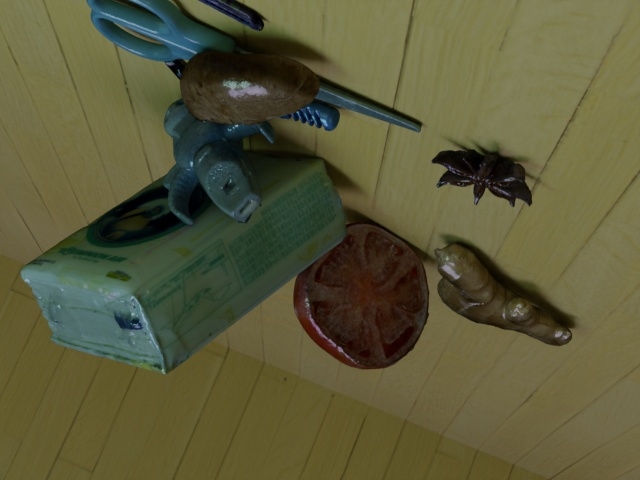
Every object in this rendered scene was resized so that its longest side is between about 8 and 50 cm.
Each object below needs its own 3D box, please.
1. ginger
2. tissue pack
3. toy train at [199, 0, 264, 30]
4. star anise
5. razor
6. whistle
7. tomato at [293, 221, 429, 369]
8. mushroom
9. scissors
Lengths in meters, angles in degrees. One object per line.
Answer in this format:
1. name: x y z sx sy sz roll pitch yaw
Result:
1. ginger: 0.282 0.099 2.251 0.333 0.081 0.148 30 148 -26
2. tissue pack: -0.193 0.018 2.060 0.287 0.388 0.162 9 126 45
3. toy train: -0.102 -0.271 1.663 0.083 0.017 0.017 26 157 -11
4. star anise: 0.210 -0.082 1.800 0.141 0.042 0.141 20 161 7
5. razor: -0.089 -0.185 1.880 0.253 0.042 0.082 16 164 24
6. whistle: -0.148 -0.116 1.974 0.093 0.180 0.269 39 -171 -39
7. tomato: 0.055 0.090 2.250 0.236 0.237 0.095 30 159 -25
8. mushroom: -0.106 -0.190 1.735 0.209 0.072 0.094 6 148 33
9. scissors: -0.082 -0.219 1.786 0.447 0.029 0.192 21 165 1
